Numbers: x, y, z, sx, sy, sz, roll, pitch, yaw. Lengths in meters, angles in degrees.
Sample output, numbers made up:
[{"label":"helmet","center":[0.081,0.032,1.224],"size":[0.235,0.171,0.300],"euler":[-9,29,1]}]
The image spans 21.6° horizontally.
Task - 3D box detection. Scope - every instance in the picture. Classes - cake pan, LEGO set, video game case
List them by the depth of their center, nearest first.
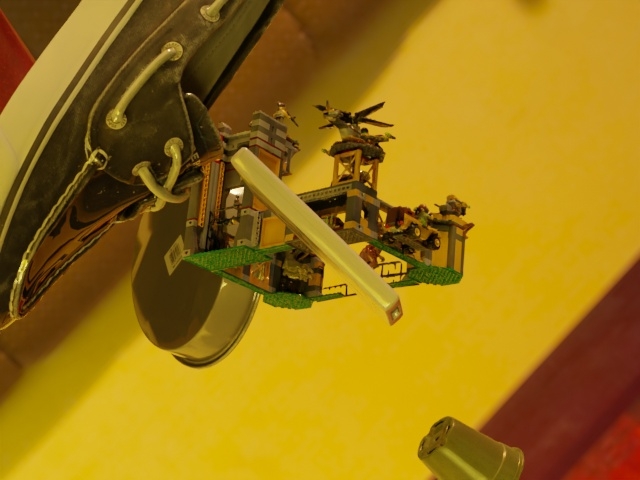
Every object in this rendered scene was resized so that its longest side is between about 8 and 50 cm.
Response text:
[{"label":"video game case","center":[0.000,0.000,1.253],"size":[0.019,0.157,0.143],"euler":[-45,172,-2]},{"label":"LEGO set","center":[0.007,-0.056,1.882],"size":[0.331,0.255,0.192],"euler":[-16,-119,46]},{"label":"cake pan","center":[-0.172,0.026,2.265],"size":[0.054,0.293,0.293],"euler":[10,137,-34]}]

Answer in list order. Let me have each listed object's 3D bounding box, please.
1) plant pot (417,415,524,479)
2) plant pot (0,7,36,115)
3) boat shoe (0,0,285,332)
[{"label":"plant pot","center":[0.137,0.210,1.598],"size":[0.083,0.079,0.083],"euler":[-46,-164,18]},{"label":"plant pot","center":[-0.285,-0.071,1.084],"size":[0.272,0.265,0.272],"euler":[-39,180,0]},{"label":"boat shoe","center":[-0.105,-0.064,0.942],"size":[0.301,0.102,0.108],"euler":[-60,170,-22]}]
